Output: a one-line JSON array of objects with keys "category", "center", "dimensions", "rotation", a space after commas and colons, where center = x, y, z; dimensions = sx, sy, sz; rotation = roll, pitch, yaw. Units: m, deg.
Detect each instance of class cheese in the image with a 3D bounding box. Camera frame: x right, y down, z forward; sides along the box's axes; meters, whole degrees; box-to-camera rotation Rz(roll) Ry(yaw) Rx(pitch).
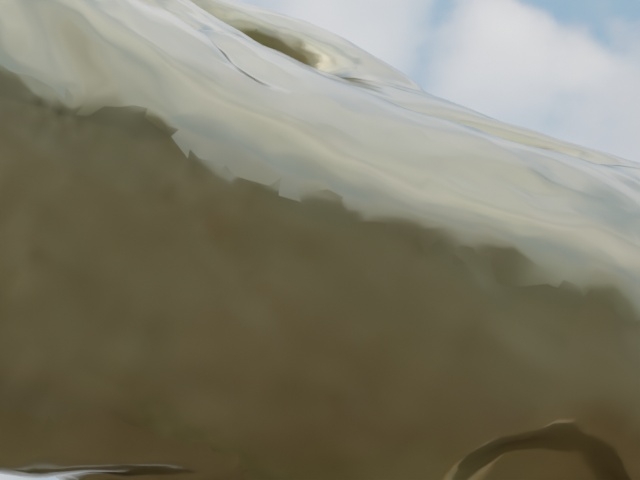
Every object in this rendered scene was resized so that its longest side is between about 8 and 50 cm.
[{"category": "cheese", "center": [0.000, 0.000, 0.518], "dimensions": [0.351, 0.328, 0.129], "rotation": [23, -79, -10]}]
